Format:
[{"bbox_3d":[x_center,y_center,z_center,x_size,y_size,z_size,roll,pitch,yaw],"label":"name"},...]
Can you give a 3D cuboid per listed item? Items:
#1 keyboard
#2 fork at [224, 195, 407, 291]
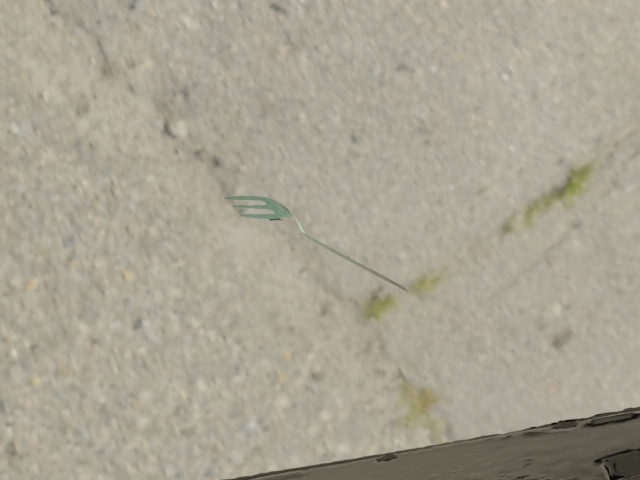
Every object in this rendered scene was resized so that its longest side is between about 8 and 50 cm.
[{"bbox_3d":[-0.012,0.081,0.405,0.230,0.093,0.025,-10,101,4],"label":"keyboard"},{"bbox_3d":[0.001,-0.002,1.325,0.021,0.235,0.039,-56,135,-10],"label":"fork"}]
